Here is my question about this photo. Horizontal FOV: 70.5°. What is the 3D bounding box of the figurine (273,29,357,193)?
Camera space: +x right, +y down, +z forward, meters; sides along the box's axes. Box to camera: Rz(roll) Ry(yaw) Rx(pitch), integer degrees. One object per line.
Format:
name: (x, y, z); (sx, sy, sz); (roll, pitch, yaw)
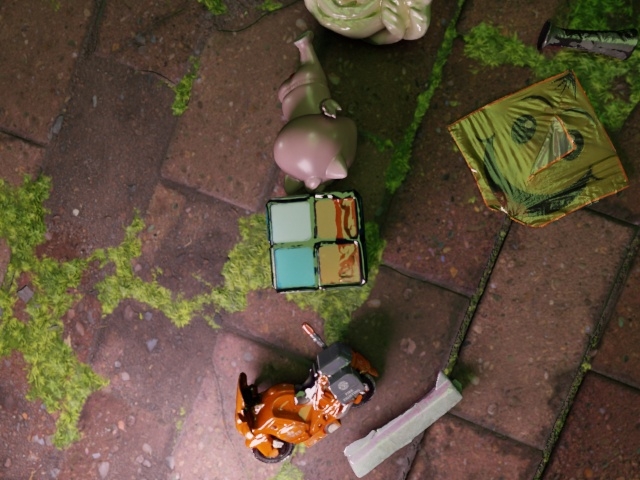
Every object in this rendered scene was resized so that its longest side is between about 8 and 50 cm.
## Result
figurine: (-0.005, -0.231, 0.870); (0.176, 0.186, 0.288); (-24, 72, 35)

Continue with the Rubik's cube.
Rubik's cube: (0.000, 0.000, 0.892); (0.180, 0.167, 0.184); (-7, 90, 7)

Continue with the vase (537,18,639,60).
vase: (0.519, -0.392, 0.885); (0.166, 0.059, 0.059); (9, 92, 5)

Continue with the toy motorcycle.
toy motorcycle: (-0.049, 0.321, 0.928); (0.325, 0.148, 0.221); (-38, 110, 7)

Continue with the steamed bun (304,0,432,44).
steamed bun: (0.104, -0.530, 0.862); (0.267, 0.207, 0.280); (13, 120, 5)

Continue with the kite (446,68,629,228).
kite: (0.447, -0.195, 0.919); (0.377, 0.013, 0.328); (23, 93, 7)

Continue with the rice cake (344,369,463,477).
rice cake: (0.171, 0.378, 0.944); (0.290, 0.051, 0.081); (-41, 97, 4)
